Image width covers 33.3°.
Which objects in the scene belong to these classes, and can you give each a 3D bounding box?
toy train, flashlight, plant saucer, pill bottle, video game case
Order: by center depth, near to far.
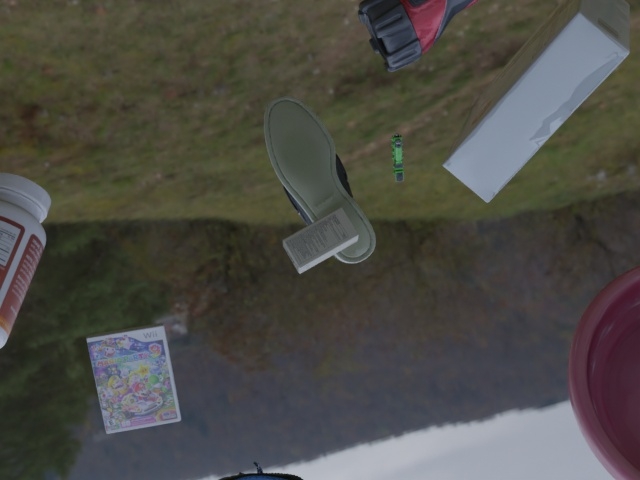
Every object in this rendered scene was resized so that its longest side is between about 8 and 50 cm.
[{"bbox_3d":[-0.211,0.157,1.220,0.087,0.122,0.011,-9,-161,-5],"label":"video game case"},{"bbox_3d":[0.448,0.174,1.224,0.332,0.332,0.084,-17,150,-6],"label":"plant saucer"},{"bbox_3d":[0.202,-0.325,1.373,0.304,0.103,0.103,-26,-156,-2],"label":"flashlight"},{"bbox_3d":[-0.430,0.024,1.390,0.121,0.216,0.121,12,151,6],"label":"pill bottle"},{"bbox_3d":[0.115,-0.122,1.589,0.017,0.023,0.083,-6,134,1],"label":"toy train"}]

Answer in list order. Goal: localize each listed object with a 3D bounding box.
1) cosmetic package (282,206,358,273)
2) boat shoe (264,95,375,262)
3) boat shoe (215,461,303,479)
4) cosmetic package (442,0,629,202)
[{"bbox_3d":[0.000,0.000,1.780,0.115,0.060,0.041,-28,167,-9],"label":"cosmetic package"},{"bbox_3d":[-0.010,-0.109,2.022,0.127,0.340,0.113,-34,-179,-11],"label":"boat shoe"},{"bbox_3d":[-0.140,0.447,1.924,0.258,0.109,0.089,-6,-170,19],"label":"boat shoe"},{"bbox_3d":[0.331,-0.240,1.606,0.284,0.097,0.377,-52,-179,26],"label":"cosmetic package"}]
